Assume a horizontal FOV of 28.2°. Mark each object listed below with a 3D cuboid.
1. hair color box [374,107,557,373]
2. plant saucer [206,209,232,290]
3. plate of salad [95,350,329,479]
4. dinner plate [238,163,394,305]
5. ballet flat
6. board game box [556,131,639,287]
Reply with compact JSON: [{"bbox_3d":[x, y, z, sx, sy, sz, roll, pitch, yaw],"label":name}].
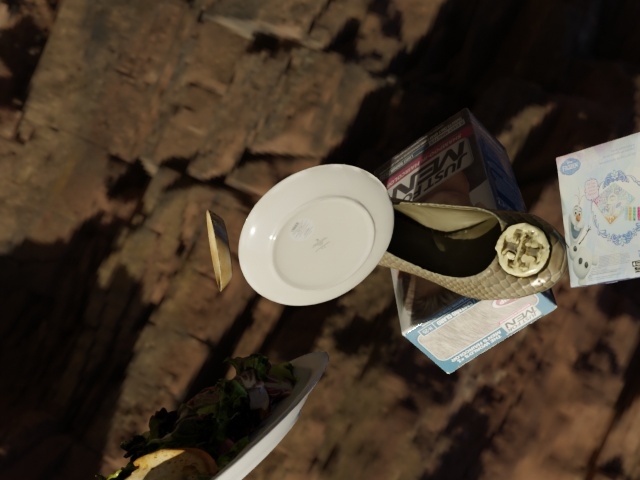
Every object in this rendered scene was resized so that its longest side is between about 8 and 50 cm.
[{"bbox_3d":[0.184,-0.009,1.710,0.174,0.347,0.105,-35,124,21],"label":"hair color box"},{"bbox_3d":[-0.100,0.009,1.280,0.015,0.083,0.083,-9,135,-9],"label":"plant saucer"},{"bbox_3d":[-0.080,0.119,0.734,0.200,0.048,0.200,-38,-175,4],"label":"plate of salad"},{"bbox_3d":[0.000,0.000,1.074,0.141,0.017,0.141,-12,125,-17],"label":"dinner plate"},{"bbox_3d":[0.102,-0.003,1.146,0.058,0.250,0.084,35,72,-53],"label":"ballet flat"},{"bbox_3d":[0.192,-0.019,0.828,0.020,0.090,0.090,-3,84,-27],"label":"board game box"}]
